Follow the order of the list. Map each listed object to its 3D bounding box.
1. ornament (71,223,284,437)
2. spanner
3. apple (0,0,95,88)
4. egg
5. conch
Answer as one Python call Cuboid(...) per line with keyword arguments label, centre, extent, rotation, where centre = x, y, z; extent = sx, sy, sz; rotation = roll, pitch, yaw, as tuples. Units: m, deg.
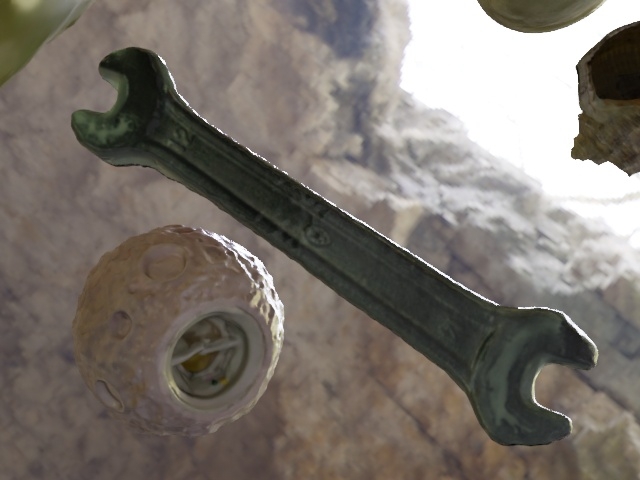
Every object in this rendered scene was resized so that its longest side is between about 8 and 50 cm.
Cuboid(label="ornament", centre=(-0.175, 0.109, 1.552), extent=(0.259, 0.225, 0.259), rotation=(-11, -68, -28))
Cuboid(label="spanner", centre=(0.000, 0.000, 0.630), extent=(0.071, 0.302, 0.017), rotation=(-56, -13, -5))
Cuboid(label="apple", centre=(-0.290, -0.215, 0.475), extent=(0.474, 0.473, 0.473), rotation=(-31, -37, -27))
Cuboid(label="egg", centre=(0.338, -0.403, 1.850), extent=(0.254, 0.188, 0.188), rotation=(-23, -16, 35))
Cuboid(label="conch", centre=(0.349, -0.165, 1.398), extent=(0.207, 0.130, 0.155), rotation=(-40, -46, 9))
